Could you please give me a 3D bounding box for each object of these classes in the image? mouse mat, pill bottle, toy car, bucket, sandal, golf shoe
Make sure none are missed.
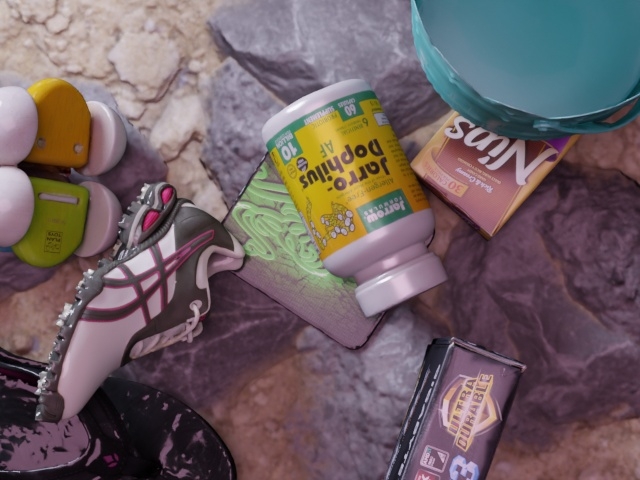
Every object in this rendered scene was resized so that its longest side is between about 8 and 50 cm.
[{"bbox_3d":[0.000,0.000,1.271,0.189,0.007,0.153,32,88,6],"label":"mouse mat"},{"bbox_3d":[0.037,-0.037,1.209,0.117,0.117,0.208,-25,85,1],"label":"pill bottle"},{"bbox_3d":[-0.283,-0.064,1.238,0.136,0.159,0.182,-3,84,38],"label":"toy car"},{"bbox_3d":[0.207,-0.223,1.140,0.281,0.183,0.281,0,83,1],"label":"bucket"},{"bbox_3d":[-0.298,0.176,1.215,0.445,0.107,0.168,21,83,7],"label":"sandal"},{"bbox_3d":[-0.166,0.064,1.178,0.120,0.105,0.273,29,54,-1],"label":"golf shoe"}]

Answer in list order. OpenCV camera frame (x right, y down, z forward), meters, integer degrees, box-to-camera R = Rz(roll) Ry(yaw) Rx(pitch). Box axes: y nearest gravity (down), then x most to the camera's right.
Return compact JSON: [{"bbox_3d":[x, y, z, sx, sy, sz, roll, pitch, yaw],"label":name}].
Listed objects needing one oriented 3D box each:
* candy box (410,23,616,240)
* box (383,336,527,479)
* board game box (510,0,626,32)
[{"bbox_3d":[0.186,-0.104,1.246,0.109,0.053,0.187,41,89,6],"label":"candy box"},{"bbox_3d":[0.085,0.231,1.102,0.073,0.293,0.296,19,87,5],"label":"box"},{"bbox_3d":[0.193,-0.306,1.268,0.243,0.042,0.165,14,86,4],"label":"board game box"}]
